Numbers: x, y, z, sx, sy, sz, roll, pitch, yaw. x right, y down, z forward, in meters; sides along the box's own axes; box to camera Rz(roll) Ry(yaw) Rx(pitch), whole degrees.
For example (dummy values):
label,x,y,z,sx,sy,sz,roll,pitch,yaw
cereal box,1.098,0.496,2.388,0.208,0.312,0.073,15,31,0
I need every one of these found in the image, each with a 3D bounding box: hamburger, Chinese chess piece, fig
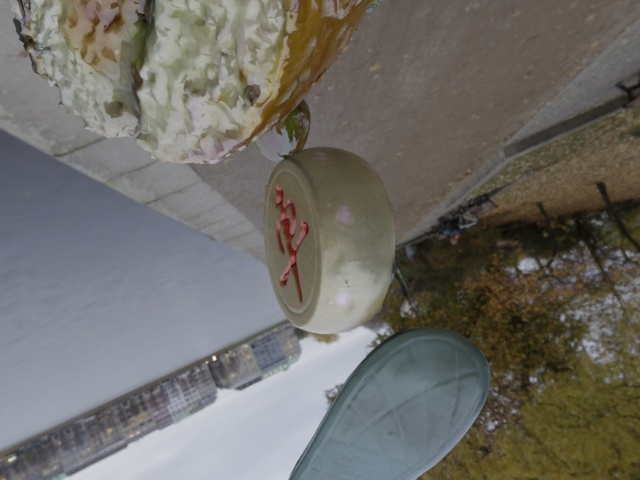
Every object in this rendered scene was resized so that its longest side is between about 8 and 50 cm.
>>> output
label,x,y,z,sx,sy,sz,roll,pitch,yaw
hamburger,-0.053,-0.290,0.371,0.287,0.268,0.445,-49,160,-47
Chinese chess piece,0.000,0.000,0.673,0.097,0.251,0.251,-5,165,-23
fig,-0.078,-0.218,1.023,0.142,0.186,0.148,-32,-179,33

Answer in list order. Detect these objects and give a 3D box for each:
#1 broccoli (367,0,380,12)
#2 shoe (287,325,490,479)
label,x,y,z,sx,sy,sz,roll,pitch,yaw
broccoli,0.065,-0.559,0.994,0.118,0.204,0.122,-13,-143,31
shoe,0.039,0.137,0.353,0.195,0.079,0.078,-56,171,8
